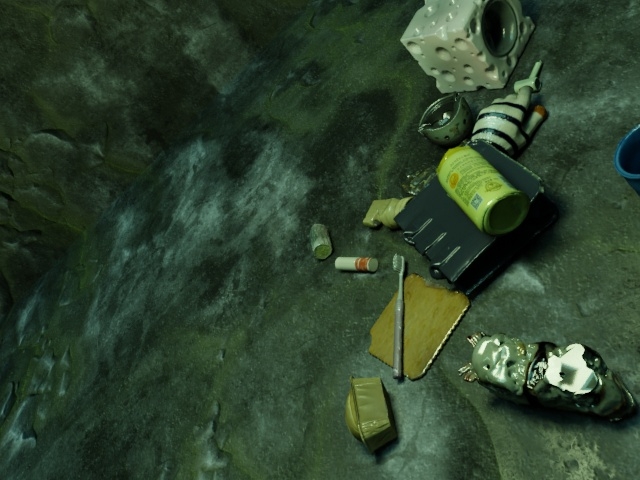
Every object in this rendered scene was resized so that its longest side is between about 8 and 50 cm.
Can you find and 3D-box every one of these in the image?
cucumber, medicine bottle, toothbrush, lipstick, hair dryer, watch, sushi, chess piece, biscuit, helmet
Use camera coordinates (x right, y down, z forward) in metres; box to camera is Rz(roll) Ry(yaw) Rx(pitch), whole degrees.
[{"bbox_3d":[0.000,0.001,2.102,0.064,0.064,0.112,-34,35,19],"label":"cucumber"},{"bbox_3d":[0.351,-0.116,1.582,0.124,0.124,0.239,-42,38,9],"label":"medicine bottle"},{"bbox_3d":[0.187,0.176,1.734,0.024,0.029,0.354,-36,35,41],"label":"toothbrush"},{"bbox_3d":[0.098,0.065,1.950,0.130,0.038,0.038,0,57,48],"label":"lipstick"},{"bbox_3d":[0.576,-0.451,1.935,0.063,0.038,0.124,-3,50,46],"label":"hair dryer"},{"bbox_3d":[0.710,-0.184,1.445,0.200,0.171,0.196,-21,30,49],"label":"watch"},{"bbox_3d":[0.421,0.252,1.347,0.332,0.130,0.124,1,58,46],"label":"sushi"},{"bbox_3d":[0.197,-0.074,1.951,0.200,0.090,0.090,4,60,57],"label":"chess piece"},{"bbox_3d":[0.225,0.201,1.708,0.237,0.013,0.232,-54,35,-8],"label":"biscuit"},{"bbox_3d":[0.360,-0.328,1.990,0.153,0.107,0.177,-43,16,13],"label":"helmet"}]

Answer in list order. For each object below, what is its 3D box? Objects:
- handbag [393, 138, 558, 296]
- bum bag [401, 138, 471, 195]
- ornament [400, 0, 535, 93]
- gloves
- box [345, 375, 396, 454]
[{"bbox_3d":[0.361,-0.055,1.709,0.329,0.122,0.303,-45,38,6],"label":"handbag"},{"bbox_3d":[0.330,-0.184,1.887,0.248,0.069,0.102,-35,32,-9],"label":"bum bag"},{"bbox_3d":[0.427,-0.599,2.052,0.239,0.240,0.239,9,63,51],"label":"ornament"},{"bbox_3d":[0.482,-0.318,1.829,0.140,0.131,0.219,14,75,50],"label":"gloves"},{"bbox_3d":[0.106,0.384,1.586,0.111,0.111,0.177,-34,37,19],"label":"box"}]
